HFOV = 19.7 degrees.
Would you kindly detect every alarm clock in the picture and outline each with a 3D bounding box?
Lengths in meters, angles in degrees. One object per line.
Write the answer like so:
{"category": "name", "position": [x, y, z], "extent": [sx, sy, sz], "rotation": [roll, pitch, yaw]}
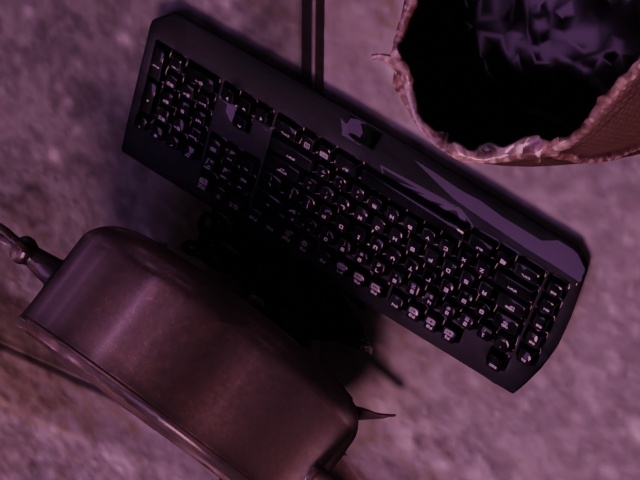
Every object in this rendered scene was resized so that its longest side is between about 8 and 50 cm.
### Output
{"category": "alarm clock", "position": [-0.063, 0.036, 0.695], "extent": [0.192, 0.064, 0.129], "rotation": [34, 172, -8]}

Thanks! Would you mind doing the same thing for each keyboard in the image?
{"category": "keyboard", "position": [0.000, 0.000, 0.680], "extent": [0.192, 0.038, 0.100], "rotation": [32, 133, 19]}

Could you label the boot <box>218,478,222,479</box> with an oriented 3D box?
{"category": "boot", "position": [-0.036, 0.129, 0.796], "extent": [0.118, 0.042, 0.087], "rotation": [19, 121, 27]}

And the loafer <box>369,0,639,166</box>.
{"category": "loafer", "position": [0.107, -0.149, 0.430], "extent": [0.134, 0.130, 0.366], "rotation": [30, 132, 20]}
